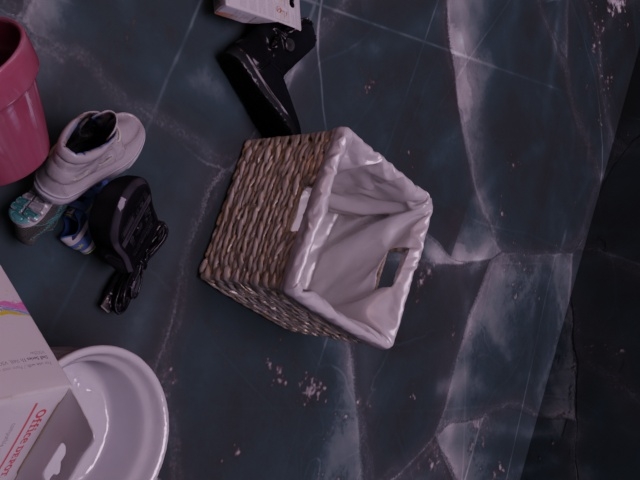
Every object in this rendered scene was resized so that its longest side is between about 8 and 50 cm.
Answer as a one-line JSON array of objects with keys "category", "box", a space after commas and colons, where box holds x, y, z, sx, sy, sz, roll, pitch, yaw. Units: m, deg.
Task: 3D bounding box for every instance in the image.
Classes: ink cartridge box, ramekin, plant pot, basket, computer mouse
[{"category": "ink cartridge box", "box": [-0.120, -0.473, 1.705, 0.179, 0.045, 0.145, 10, 70, -42]}, {"category": "ink cartridge box", "box": [-0.444, 0.181, 1.153, 0.119, 0.353, 0.207, -3, 135, -51]}, {"category": "ramekin", "box": [-0.373, 0.287, 1.354, 0.277, 0.135, 0.277, -4, 96, -50]}, {"category": "plant pot", "box": [-0.469, -0.182, 1.266, 0.201, 0.201, 0.180, -52, 144, -33]}, {"category": "basket", "box": [0.000, 0.000, 1.751, 0.331, 0.266, 0.328, 34, 67, -44]}, {"category": "computer mouse", "box": [-0.323, -0.013, 1.468, 0.272, 0.072, 0.188, 97, 17, -61]}]

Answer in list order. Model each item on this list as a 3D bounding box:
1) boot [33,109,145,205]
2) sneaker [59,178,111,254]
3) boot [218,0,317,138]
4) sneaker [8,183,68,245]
[{"category": "boot", "box": [-0.335, -0.157, 1.419, 0.095, 0.123, 0.258, 40, 39, -5]}, {"category": "sneaker", "box": [-0.379, -0.053, 1.471, 0.059, 0.053, 0.144, 22, 75, -45]}, {"category": "boot", "box": [-0.067, -0.328, 1.778, 0.207, 0.094, 0.246, -50, 122, -30]}, {"category": "sneaker", "box": [-0.426, -0.054, 1.421, 0.166, 0.065, 0.076, -52, 163, -48]}]
